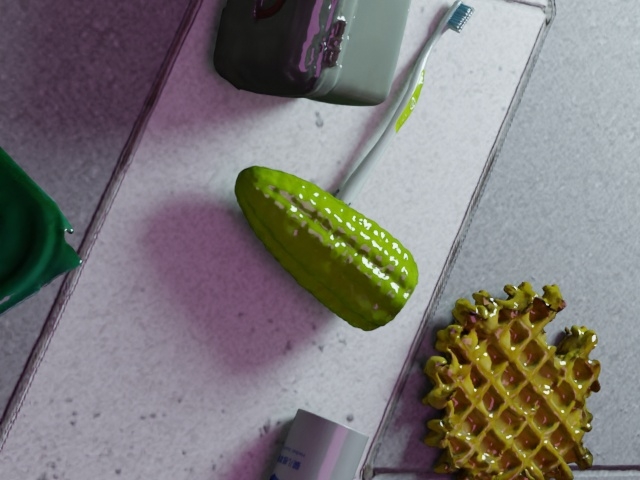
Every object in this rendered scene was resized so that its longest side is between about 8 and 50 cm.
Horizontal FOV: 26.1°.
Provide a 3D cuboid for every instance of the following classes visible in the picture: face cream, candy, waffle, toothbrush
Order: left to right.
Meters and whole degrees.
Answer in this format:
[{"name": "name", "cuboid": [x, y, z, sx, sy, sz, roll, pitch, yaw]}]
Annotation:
[{"name": "face cream", "cuboid": [-0.033, 0.289, 1.311, 0.077, 0.077, 0.250, 27, 79, -31]}, {"name": "candy", "cuboid": [0.000, 0.000, 1.296, 0.209, 0.097, 0.096, 39, 74, -26]}, {"name": "toothbrush", "cuboid": [0.079, -0.133, 1.374, 0.263, 0.026, 0.022, -57, 152, -13]}, {"name": "waffle", "cuboid": [0.206, 0.160, 1.469, 0.232, 0.051, 0.228, -3, 99, -31]}]

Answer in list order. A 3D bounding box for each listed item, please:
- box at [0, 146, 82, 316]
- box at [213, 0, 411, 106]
[{"name": "box", "cuboid": [-0.372, 0.036, 1.015, 0.337, 0.264, 0.106, -34, 155, -26]}, {"name": "box", "cuboid": [0.001, -0.226, 1.245, 0.129, 0.148, 0.210, 13, 90, -41]}]
